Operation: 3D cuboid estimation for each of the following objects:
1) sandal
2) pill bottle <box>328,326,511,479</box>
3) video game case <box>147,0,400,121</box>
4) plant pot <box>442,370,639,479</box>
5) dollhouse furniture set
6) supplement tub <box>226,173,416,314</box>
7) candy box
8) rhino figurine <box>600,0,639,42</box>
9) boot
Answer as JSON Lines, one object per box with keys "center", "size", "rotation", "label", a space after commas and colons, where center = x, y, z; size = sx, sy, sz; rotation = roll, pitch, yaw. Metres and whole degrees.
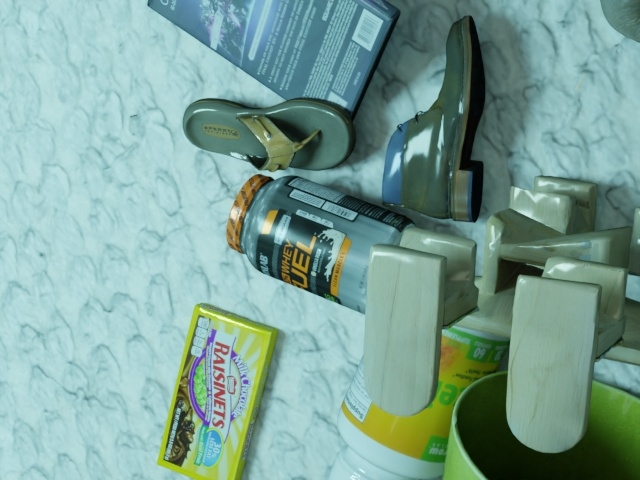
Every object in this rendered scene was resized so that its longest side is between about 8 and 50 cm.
{"center": [-0.065, -0.115, 1.455], "size": [0.219, 0.060, 0.090], "rotation": [10, 127, 21], "label": "sandal"}
{"center": [0.100, 0.168, 1.390], "size": [0.136, 0.136, 0.245], "rotation": [27, 104, 17], "label": "pill bottle"}
{"center": [-0.059, -0.250, 1.398], "size": [0.274, 0.026, 0.196], "rotation": [36, 144, 8], "label": "video game case"}
{"center": [0.228, 0.328, 1.309], "size": [0.275, 0.275, 0.293], "rotation": [24, 119, 18], "label": "plant pot"}
{"center": [0.287, 0.120, 1.165], "size": [0.394, 0.362, 0.256], "rotation": [11, 107, 29], "label": "dollhouse furniture set"}
{"center": [0.000, 0.000, 1.426], "size": [0.190, 0.117, 0.117], "rotation": [21, 102, 19], "label": "supplement tub"}
{"center": [-0.123, 0.186, 1.539], "size": [0.105, 0.027, 0.205], "rotation": [17, 101, 16], "label": "candy box"}
{"center": [0.323, -0.262, 1.298], "size": [0.106, 0.073, 0.243], "rotation": [-34, 83, 16], "label": "rhino figurine"}
{"center": [0.117, -0.129, 1.387], "size": [0.106, 0.082, 0.219], "rotation": [3, 98, 19], "label": "boot"}
